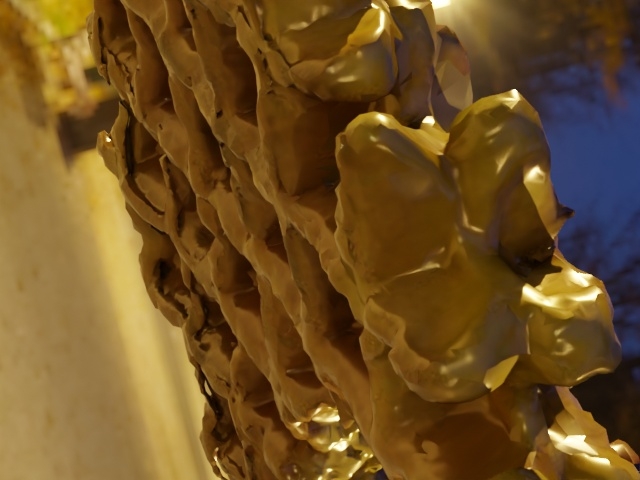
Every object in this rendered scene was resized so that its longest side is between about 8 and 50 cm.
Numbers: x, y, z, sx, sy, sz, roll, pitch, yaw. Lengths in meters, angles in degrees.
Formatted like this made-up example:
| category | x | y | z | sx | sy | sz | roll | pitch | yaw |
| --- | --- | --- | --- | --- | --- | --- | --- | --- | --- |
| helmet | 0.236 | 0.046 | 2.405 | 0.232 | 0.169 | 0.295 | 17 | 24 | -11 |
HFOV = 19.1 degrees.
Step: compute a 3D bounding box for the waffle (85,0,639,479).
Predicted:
| category | x | y | z | sx | sy | sz | roll | pitch | yaw |
| --- | --- | --- | --- | --- | --- | --- | --- | --- | --- |
| waffle | 0.000 | 0.000 | 0.529 | 0.293 | 0.069 | 0.260 | 117 | -48 | -68 |
